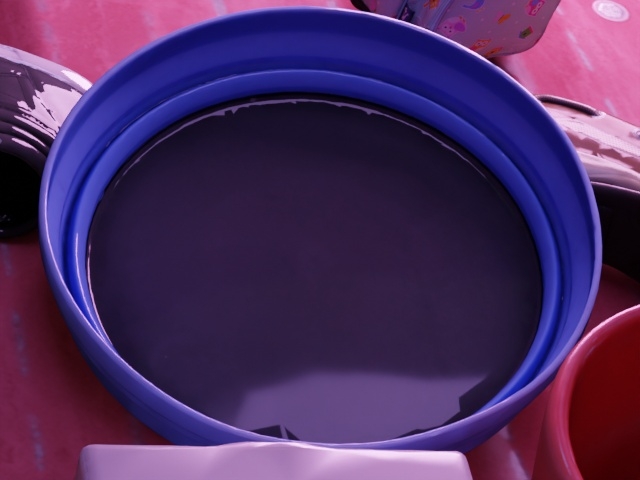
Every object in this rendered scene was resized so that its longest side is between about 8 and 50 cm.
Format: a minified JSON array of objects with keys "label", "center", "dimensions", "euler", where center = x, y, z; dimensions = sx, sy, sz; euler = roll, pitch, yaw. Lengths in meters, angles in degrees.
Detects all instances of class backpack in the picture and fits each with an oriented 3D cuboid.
[{"label":"backpack","center":[0.130,-0.249,1.727],"dimensions":[0.165,0.188,0.144],"euler":[-10,45,-30]}]

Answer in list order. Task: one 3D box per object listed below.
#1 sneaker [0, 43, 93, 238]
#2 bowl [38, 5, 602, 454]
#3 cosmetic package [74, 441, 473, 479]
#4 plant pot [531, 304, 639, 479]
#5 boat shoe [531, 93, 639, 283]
[{"label":"sneaker","center":[-0.306,-0.091,1.445],"dimensions":[0.295,0.105,0.147],"euler":[15,33,-9]},{"label":"bowl","center":[0.000,0.000,1.404],"dimensions":[0.391,0.077,0.391],"euler":[3,52,-4]},{"label":"cosmetic package","center":[0.000,0.318,1.009],"dimensions":[0.230,0.161,0.453],"euler":[3,40,-16]},{"label":"plant pot","center":[0.225,0.204,1.118],"dimensions":[0.274,0.243,0.275],"euler":[10,39,-8]},{"label":"boat shoe","center":[0.269,-0.034,1.553],"dimensions":[0.324,0.123,0.120],"euler":[23,51,8]}]
